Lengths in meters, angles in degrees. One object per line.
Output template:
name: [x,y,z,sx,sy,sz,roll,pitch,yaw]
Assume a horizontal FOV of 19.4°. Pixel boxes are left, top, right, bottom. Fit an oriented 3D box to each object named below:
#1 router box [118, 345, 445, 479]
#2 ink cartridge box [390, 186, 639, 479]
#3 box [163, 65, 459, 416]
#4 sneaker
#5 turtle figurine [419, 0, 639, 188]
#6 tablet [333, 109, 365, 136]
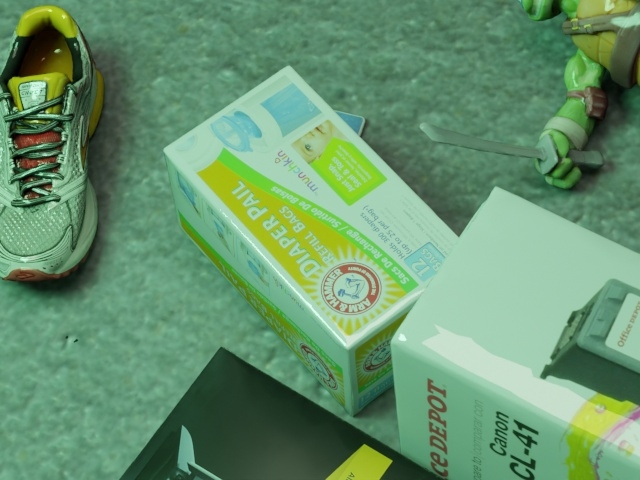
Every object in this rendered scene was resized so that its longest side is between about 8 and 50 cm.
router box: [-0.047,0.251,1.119,0.243,0.081,0.309,30,69,21]
ink cartridge box: [0.204,0.132,1.108,0.306,0.226,0.131,25,62,20]
box: [0.000,0.000,1.273,0.114,0.103,0.203,-36,64,-17]
sneaker: [-0.206,-0.070,1.342,0.088,0.092,0.225,-3,58,1]
turtle figurine: [0.228,-0.109,1.285,0.266,0.275,0.198,26,97,14]
tablet: [-0.004,-0.063,1.376,0.054,0.006,0.083,13,60,11]
